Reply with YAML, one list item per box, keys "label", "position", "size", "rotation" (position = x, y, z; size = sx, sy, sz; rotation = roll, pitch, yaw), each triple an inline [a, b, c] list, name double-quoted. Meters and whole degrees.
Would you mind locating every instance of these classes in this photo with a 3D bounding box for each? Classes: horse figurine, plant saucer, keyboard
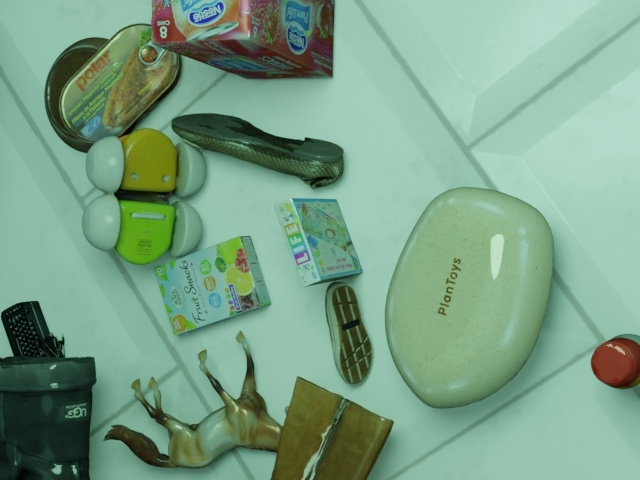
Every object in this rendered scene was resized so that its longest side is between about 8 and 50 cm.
- label: "horse figurine"
  position: [-0.155, 0.241, 1.298]
  size: [0.263, 0.066, 0.175]
  rotation: [-26, 96, 12]
- label: "plant saucer"
  position: [-0.333, -0.209, 1.379]
  size: [0.168, 0.029, 0.169]
  rotation: [1, 93, 21]
- label: "keyboard"
  position: [-0.417, 0.180, 1.421]
  size: [0.100, 0.038, 0.192]
  rotation: [-25, 84, 20]

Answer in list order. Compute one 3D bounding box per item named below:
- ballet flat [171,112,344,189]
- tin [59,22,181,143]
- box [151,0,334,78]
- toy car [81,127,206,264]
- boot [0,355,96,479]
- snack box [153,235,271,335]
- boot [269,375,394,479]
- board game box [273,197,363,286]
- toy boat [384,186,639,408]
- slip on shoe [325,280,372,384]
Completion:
- label: "ballet flat"
  position: [-0.086, -0.118, 1.266]
  size: [0.249, 0.084, 0.058]
  rotation: [15, 121, 17]
- label: "tin"
  position: [-0.275, -0.215, 1.324]
  size: [0.189, 0.040, 0.106]
  rotation: [-44, 92, 1]
- label: "box"
  position: [-0.084, -0.272, 1.155]
  size: [0.128, 0.257, 0.123]
  rotation: [3, 91, 21]
- label: "toy car"
  position: [-0.249, -0.059, 1.302]
  size: [0.136, 0.159, 0.182]
  rotation: [4, 91, 57]
- label: "boot"
  position: [-0.449, 0.390, 1.339]
  size: [0.367, 0.146, 0.445]
  rotation: [-5, 87, 40]
- label: "snack box"
  position: [-0.148, 0.062, 1.310]
  size: [0.141, 0.037, 0.100]
  rotation: [-19, 84, 21]
- label: "boot"
  position: [-0.070, 0.306, 1.202]
  size: [0.264, 0.096, 0.281]
  rotation: [14, 82, 33]
- label: "board game box"
  position: [0.000, 0.000, 1.187]
  size: [0.026, 0.154, 0.104]
  rotation: [-22, 83, 20]
- label: "toy boat"
  position: [0.231, 0.094, 1.121]
  size: [0.318, 0.148, 0.268]
  rotation: [23, 95, 27]
- label: "slip on shoe"
  position: [0.032, 0.119, 1.243]
  size: [0.051, 0.041, 0.135]
  rotation: [-18, 102, -18]
